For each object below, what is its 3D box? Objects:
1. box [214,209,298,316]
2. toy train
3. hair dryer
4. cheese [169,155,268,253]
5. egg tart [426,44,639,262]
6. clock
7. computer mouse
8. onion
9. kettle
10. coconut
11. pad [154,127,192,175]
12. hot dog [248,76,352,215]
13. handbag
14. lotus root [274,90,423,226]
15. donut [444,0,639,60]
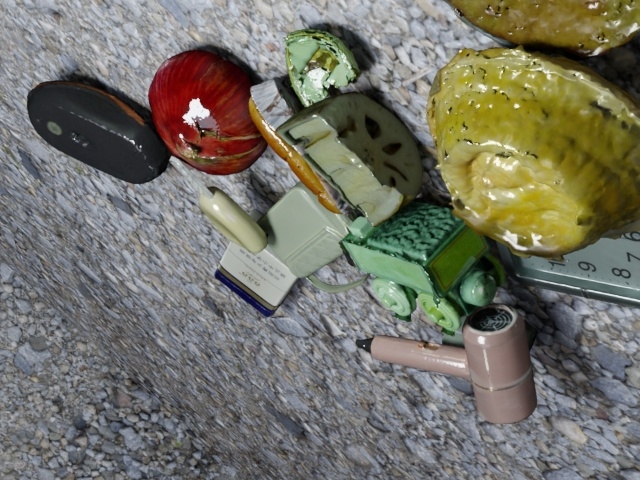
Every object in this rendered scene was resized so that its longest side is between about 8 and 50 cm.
[{"bbox_3d":[-0.127,0.056,1.928,0.168,0.071,0.259,38,151,0],"label":"box"},{"bbox_3d":[0.172,0.034,1.481,0.271,0.159,0.188,18,146,54],"label":"toy train"},{"bbox_3d":[0.199,0.195,1.565,0.344,0.107,0.189,5,125,34],"label":"hair dryer"},{"bbox_3d":[-0.195,-0.072,1.654,0.127,0.054,0.251,27,164,47],"label":"cheese"},{"bbox_3d":[0.266,-0.091,1.128,0.345,0.132,0.345,28,153,16],"label":"egg tart"},{"bbox_3d":[0.377,-0.020,1.309,0.279,0.049,0.273,13,142,38],"label":"clock"},{"bbox_3d":[-0.445,-0.230,1.829,0.323,0.116,0.183,26,148,7],"label":"computer mouse"},{"bbox_3d":[-0.202,-0.214,1.564,0.248,0.161,0.248,41,149,32],"label":"onion"},{"bbox_3d":[0.306,0.161,1.601,0.148,0.098,0.127,24,120,19],"label":"kettle"},{"bbox_3d":[0.000,-0.271,1.356,0.133,0.055,0.158,49,149,-22],"label":"coconut"},{"bbox_3d":[-0.280,-0.196,1.810,0.113,0.006,0.187,47,147,-14],"label":"pad"},{"bbox_3d":[-0.023,-0.151,1.480,0.075,0.144,0.268,-31,106,19],"label":"hot dog"},{"bbox_3d":[0.000,0.000,1.681,0.219,0.079,0.256,52,149,-2],"label":"handbag"},{"bbox_3d":[0.057,-0.139,1.394,0.235,0.138,0.119,39,144,-21],"label":"lotus root"},{"bbox_3d":[0.251,-0.324,0.980,0.272,0.107,0.272,25,152,14],"label":"donut"}]
